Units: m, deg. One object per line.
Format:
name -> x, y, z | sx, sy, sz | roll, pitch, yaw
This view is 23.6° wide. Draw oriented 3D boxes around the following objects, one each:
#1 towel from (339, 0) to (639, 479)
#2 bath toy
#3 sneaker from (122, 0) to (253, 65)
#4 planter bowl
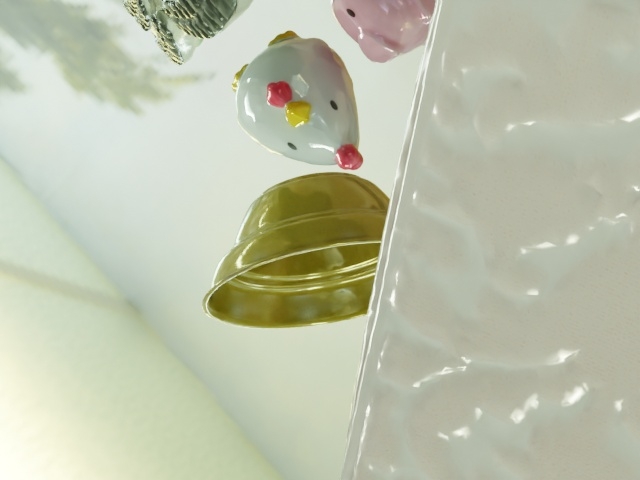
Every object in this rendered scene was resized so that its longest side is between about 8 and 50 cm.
towel -> 0.175, 0.052, 0.522 | 0.332, 0.317, 0.053 | 23, -146, 18
bath toy -> 0.069, -0.191, 1.157 | 0.151, 0.348, 0.129 | 24, -158, -50
sneaker -> -0.083, -0.252, 1.213 | 0.158, 0.182, 0.410 | 51, 171, -16
planter bowl -> 0.000, 0.000, 1.312 | 0.217, 0.217, 0.090 | 33, -137, -62
